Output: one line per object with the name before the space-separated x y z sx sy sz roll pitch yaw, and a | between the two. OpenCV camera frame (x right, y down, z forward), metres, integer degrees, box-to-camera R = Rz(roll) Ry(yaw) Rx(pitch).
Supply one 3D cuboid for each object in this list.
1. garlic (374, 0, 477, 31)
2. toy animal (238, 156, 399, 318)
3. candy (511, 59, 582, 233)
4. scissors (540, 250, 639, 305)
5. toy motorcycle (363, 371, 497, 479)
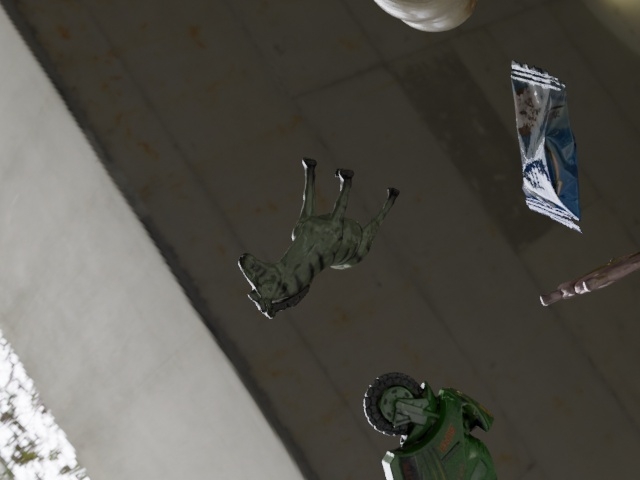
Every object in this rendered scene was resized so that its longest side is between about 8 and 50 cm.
garlic | 0.164 -0.433 1.450 0.203 0.184 0.281 16 -106 15
toy animal | 0.004 0.002 1.086 0.217 0.073 0.176 7 -79 -60
candy | 0.187 -0.078 0.785 0.038 0.088 0.136 -14 -71 -9
scissors | 0.425 0.014 1.220 0.318 0.160 0.024 -21 -97 -28
toy motorcycle | 0.104 0.195 0.791 0.106 0.074 0.190 -16 -92 -11
